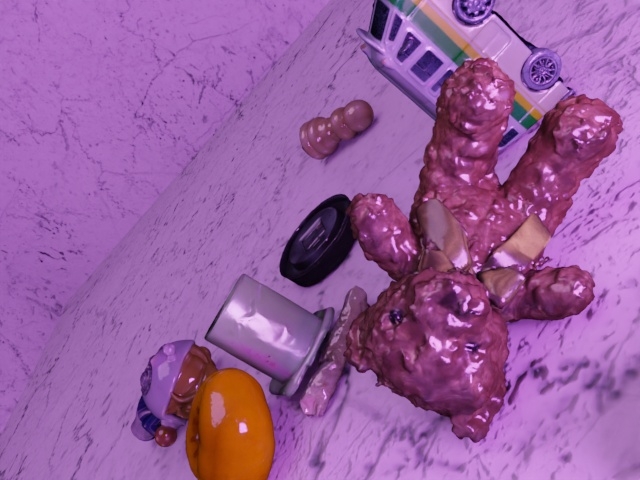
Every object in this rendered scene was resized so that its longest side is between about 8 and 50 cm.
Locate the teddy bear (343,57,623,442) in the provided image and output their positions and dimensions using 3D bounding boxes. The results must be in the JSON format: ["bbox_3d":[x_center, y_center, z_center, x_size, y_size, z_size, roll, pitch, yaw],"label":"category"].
[{"bbox_3d":[0.142,0.001,0.565,0.222,0.246,0.296,-55,-15,-58],"label":"teddy bear"}]

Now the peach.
[{"bbox_3d":[-0.124,0.259,0.810,0.179,0.103,0.179,-178,90,-67],"label":"peach"}]

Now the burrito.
[{"bbox_3d":[0.020,0.150,0.808,0.045,0.041,0.185,-4,54,49],"label":"burrito"}]

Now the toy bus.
[{"bbox_3d":[0.180,-0.245,0.788,0.165,0.276,0.134,-48,22,19],"label":"toy bus"}]

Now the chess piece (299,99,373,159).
[{"bbox_3d":[0.043,-0.246,1.298,0.170,0.094,0.094,-19,39,41],"label":"chess piece"}]

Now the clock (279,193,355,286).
[{"bbox_3d":[0.000,0.000,1.064,0.184,0.040,0.184,-42,24,24],"label":"clock"}]

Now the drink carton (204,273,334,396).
[{"bbox_3d":[-0.080,0.127,0.862,0.144,0.142,0.146,-60,7,-20],"label":"drink carton"}]

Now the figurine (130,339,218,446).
[{"bbox_3d":[-0.275,0.271,1.087,0.274,0.133,0.194,-32,28,61],"label":"figurine"}]
